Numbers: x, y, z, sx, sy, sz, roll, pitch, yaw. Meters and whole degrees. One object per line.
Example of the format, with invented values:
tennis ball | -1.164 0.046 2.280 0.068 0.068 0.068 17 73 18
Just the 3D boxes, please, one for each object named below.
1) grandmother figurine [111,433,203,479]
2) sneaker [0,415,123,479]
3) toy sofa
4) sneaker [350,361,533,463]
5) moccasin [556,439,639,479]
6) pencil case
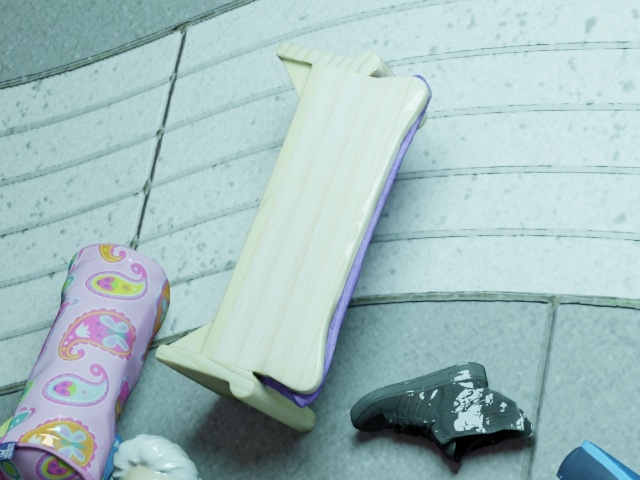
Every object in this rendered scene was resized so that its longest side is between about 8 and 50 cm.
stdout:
grandmother figurine | -0.148 0.352 1.698 0.208 0.104 0.342 -12 66 8
sneaker | -0.256 0.261 1.797 0.126 0.091 0.240 -33 57 12
toy sofa | 0.000 0.000 1.731 0.177 0.150 0.362 15 78 27
sneaker | 0.112 0.172 1.659 0.170 0.051 0.089 -22 57 15
moccasin | 0.302 0.310 1.451 0.117 0.138 0.342 -48 55 9
pencil case | -0.243 0.137 1.769 0.124 0.124 0.284 -5 46 26
